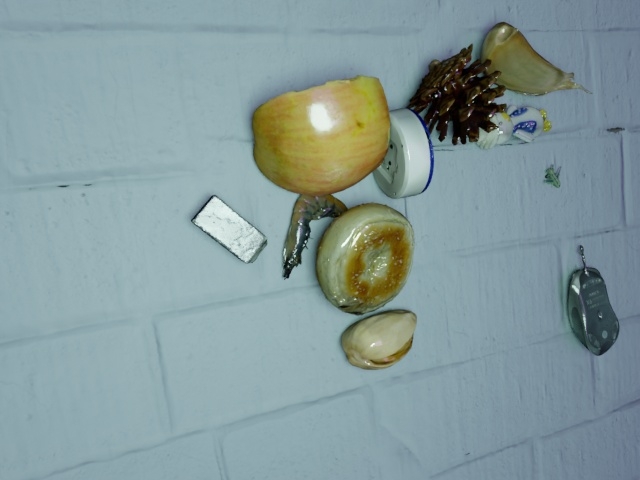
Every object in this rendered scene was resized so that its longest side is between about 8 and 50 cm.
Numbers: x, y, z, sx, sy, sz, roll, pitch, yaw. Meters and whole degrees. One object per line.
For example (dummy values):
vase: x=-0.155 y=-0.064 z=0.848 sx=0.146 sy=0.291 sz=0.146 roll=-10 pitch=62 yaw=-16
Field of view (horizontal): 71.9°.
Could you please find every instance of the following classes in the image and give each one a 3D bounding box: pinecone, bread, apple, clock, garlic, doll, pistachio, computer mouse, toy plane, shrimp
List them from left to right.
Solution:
apple: x=-0.004 y=-0.266 z=1.108 sx=0.309 sy=0.252 sz=0.314 roll=-21 pitch=138 yaw=-23
shrimp: x=0.000 y=0.000 z=1.200 sx=0.198 sy=0.051 sz=0.262 roll=19 pitch=84 yaw=-19
bread: x=0.110 y=0.045 z=1.163 sx=0.305 sy=0.159 sz=0.305 roll=-15 pitch=119 yaw=-29
pistachio: x=0.171 y=0.272 z=1.232 sx=0.229 sy=0.157 sz=0.157 roll=-20 pitch=99 yaw=-22
clock: x=0.205 y=-0.225 z=1.160 sx=0.083 sy=0.230 sz=0.230 roll=-16 pitch=98 yaw=-16
pinecone: x=0.382 y=-0.380 z=1.196 sx=0.264 sy=0.264 sz=0.264 roll=-1 pitch=94 yaw=-19
doll: x=0.573 y=-0.349 z=1.339 sx=0.293 sy=0.119 sz=0.138 roll=-12 pitch=71 yaw=-17
garlic: x=0.611 y=-0.507 z=1.306 sx=0.338 sy=0.196 sz=0.151 roll=27 pitch=100 yaw=-21
toy plane: x=0.770 y=-0.208 z=1.458 sx=0.080 sy=0.033 sz=0.083 roll=-40 pitch=111 yaw=-13
computer mouse: x=0.905 y=0.203 z=1.501 sx=0.167 sy=0.090 sz=0.379 roll=-10 pitch=90 yaw=-23

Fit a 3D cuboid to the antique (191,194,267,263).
antique: x=-0.223 y=-0.023 z=1.103 sx=0.183 sy=0.088 sz=0.086 roll=41 pitch=81 yaw=-17
